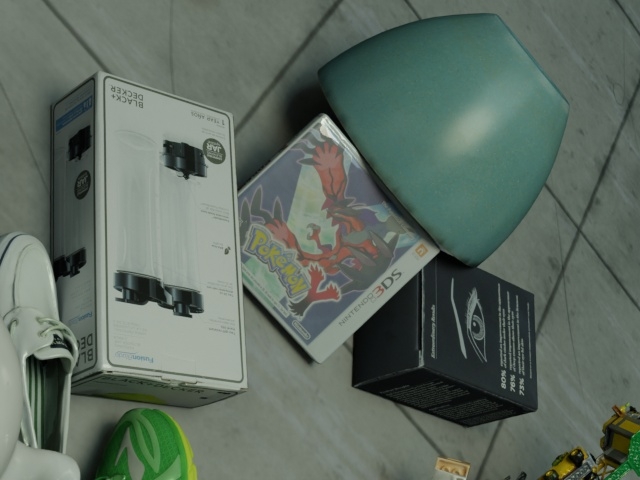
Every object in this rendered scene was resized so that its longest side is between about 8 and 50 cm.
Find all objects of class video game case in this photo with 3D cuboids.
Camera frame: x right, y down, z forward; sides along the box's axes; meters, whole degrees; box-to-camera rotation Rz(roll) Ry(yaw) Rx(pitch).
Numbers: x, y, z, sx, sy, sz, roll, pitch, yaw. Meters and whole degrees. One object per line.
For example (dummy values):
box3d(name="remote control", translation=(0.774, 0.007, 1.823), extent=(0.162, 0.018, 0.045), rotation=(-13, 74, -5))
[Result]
box3d(name="video game case", translation=(0.000, 0.000, 1.279), extent=(0.183, 0.023, 0.201), rotation=(-43, 107, -5))

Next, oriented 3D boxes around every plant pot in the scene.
box3d(name="plant pot", translation=(0.163, -0.143, 1.374), extent=(0.290, 0.195, 0.290), rotation=(47, 14, -16))

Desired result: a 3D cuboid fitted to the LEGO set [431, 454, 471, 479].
box3d(name="LEGO set", translation=(0.151, 0.377, 1.286), extent=(0.107, 0.132, 0.287), rotation=(15, 56, -51))

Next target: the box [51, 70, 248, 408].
box3d(name="box", translation=(-0.164, 0.004, 1.146), extent=(0.169, 0.087, 0.289), rotation=(13, 64, -42))

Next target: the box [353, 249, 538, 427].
box3d(name="box", translation=(0.146, 0.113, 1.398), extent=(0.207, 0.108, 0.153), rotation=(25, 57, -36))

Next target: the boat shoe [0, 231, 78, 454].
box3d(name="boat shoe", translation=(-0.238, 0.099, 1.029), extent=(0.083, 0.076, 0.226), rotation=(18, 64, -56))

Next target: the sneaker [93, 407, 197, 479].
box3d(name="sneaker", translation=(-0.194, 0.251, 0.991), extent=(0.123, 0.109, 0.295), rotation=(46, 46, -27))

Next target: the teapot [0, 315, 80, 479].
box3d(name="teapot", translation=(-0.327, 0.098, 0.872), extent=(0.187, 0.253, 0.256), rotation=(-82, 165, -79))

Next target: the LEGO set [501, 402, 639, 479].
box3d(name="LEGO set", translation=(0.338, 0.347, 1.407), extent=(0.255, 0.192, 0.331), rotation=(-45, 104, -7))
